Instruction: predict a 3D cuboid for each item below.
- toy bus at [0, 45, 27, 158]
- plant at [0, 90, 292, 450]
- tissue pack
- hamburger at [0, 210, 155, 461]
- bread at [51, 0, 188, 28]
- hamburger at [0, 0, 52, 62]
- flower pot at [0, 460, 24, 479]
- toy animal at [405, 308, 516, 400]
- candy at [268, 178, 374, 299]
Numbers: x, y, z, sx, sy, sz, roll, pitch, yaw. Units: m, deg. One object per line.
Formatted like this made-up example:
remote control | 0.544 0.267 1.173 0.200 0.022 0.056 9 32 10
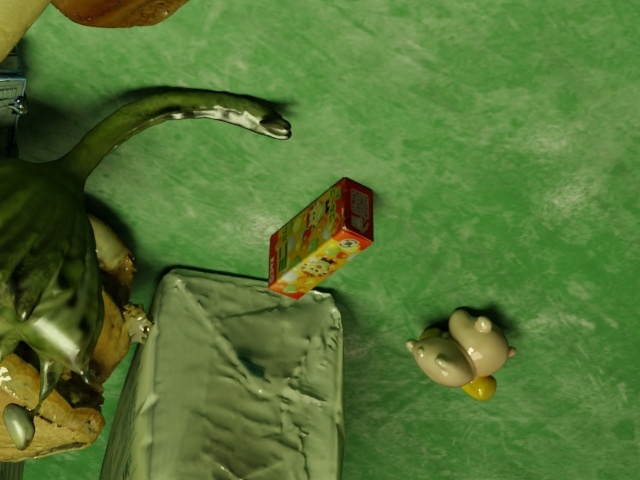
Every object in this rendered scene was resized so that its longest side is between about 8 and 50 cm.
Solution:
toy bus | -0.281 -0.107 1.551 0.051 0.061 0.153 -7 150 -21
plant | -0.222 -0.027 1.556 0.251 0.333 0.180 38 145 5
tissue pack | -0.110 0.252 1.859 0.207 0.297 0.380 9 145 -11
hamburger | -0.287 0.091 1.706 0.261 0.211 0.245 3 148 3
bread | -0.133 -0.197 1.412 0.129 0.044 0.126 -30 162 26
hamburger | -0.286 -0.243 1.182 0.176 0.300 0.300 -31 137 14
flower pot | -0.412 0.193 1.871 0.239 0.189 0.209 -19 141 27
toy animal | 0.141 0.102 1.842 0.114 0.091 0.082 22 112 -47
candy | 0.000 0.000 1.700 0.038 0.062 0.122 23 138 -29
